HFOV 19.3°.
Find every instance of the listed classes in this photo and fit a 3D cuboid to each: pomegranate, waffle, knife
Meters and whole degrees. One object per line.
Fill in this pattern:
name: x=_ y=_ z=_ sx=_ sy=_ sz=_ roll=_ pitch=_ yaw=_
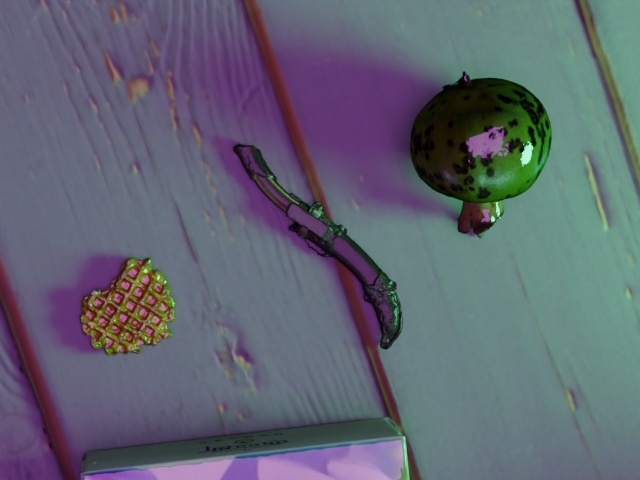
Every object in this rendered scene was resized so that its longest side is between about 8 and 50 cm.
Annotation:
pomegranate: x=0.137 y=-0.066 z=1.602 sx=0.122 sy=0.122 sz=0.161 roll=-5 pitch=116 yaw=-5
waffle: x=-0.167 y=0.060 z=1.624 sx=0.085 sy=0.016 sz=0.078 roll=-27 pitch=94 yaw=-3
knife: x=0.005 y=-0.003 z=1.634 sx=0.045 sy=0.021 sz=0.222 roll=-38 pitch=96 yaw=0

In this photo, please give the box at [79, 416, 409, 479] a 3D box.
box: x=-0.057 y=0.270 z=1.591 sx=0.274 sy=0.116 sz=0.203 roll=-5 pitch=93 yaw=-5
